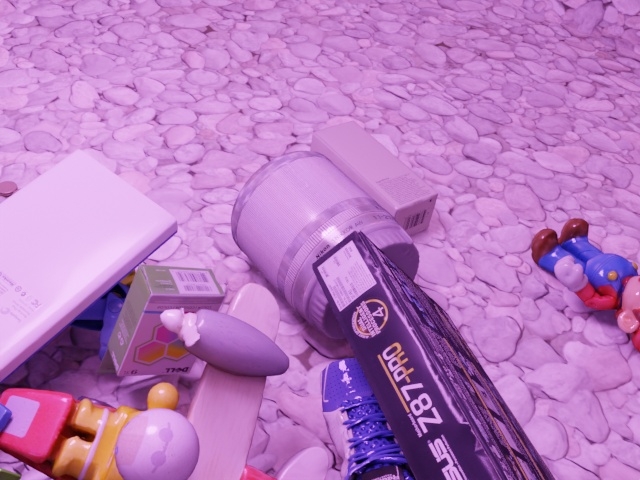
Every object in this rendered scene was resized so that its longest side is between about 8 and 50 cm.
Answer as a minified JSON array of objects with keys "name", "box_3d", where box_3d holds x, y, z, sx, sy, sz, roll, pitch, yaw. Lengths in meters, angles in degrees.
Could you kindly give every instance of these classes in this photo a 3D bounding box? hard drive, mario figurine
[{"name":"hard drive","box_3d":[-0.389,0.020,1.016,0.210,0.040,0.318,34,58,17]},{"name":"mario figurine","box_3d":[0.534,0.055,1.265,0.198,0.170,0.320,-44,49,-3]}]

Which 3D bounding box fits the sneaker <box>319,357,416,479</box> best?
[{"name":"sneaker","box_3d":[0.079,0.277,0.887,0.127,0.182,0.315,-10,58,-2]}]

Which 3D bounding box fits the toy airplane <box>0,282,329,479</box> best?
[{"name":"toy airplane","box_3d":[-0.156,0.272,0.833,0.384,0.272,0.386,-23,68,-17]}]

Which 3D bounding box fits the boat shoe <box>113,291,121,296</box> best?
[{"name":"boat shoe","box_3d":[-0.357,0.062,1.201,0.133,0.042,0.049,12,45,6]}]

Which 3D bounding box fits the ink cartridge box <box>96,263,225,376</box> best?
[{"name":"ink cartridge box","box_3d":[-0.224,0.132,1.002,0.109,0.209,0.062,5,36,-37]}]

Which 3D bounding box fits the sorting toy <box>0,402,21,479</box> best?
[{"name":"sorting toy","box_3d":[-0.465,0.315,0.770,0.347,0.047,0.196,-47,53,-7]}]

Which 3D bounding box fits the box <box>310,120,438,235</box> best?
[{"name":"box","box_3d":[0.098,-0.121,1.441,0.113,0.094,0.275,-20,49,-29]}]

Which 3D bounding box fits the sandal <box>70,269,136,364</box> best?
[{"name":"sandal","box_3d":[-0.346,0.076,1.102,0.317,0.126,0.138,39,70,15]}]

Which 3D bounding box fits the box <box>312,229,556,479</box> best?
[{"name":"box","box_3d":[0.167,0.203,0.954,0.097,0.318,0.395,-39,49,12]}]

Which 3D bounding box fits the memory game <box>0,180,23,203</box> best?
[{"name":"memory game","box_3d":[-0.596,-0.046,1.296,0.186,0.012,0.186,5,43,-5]}]

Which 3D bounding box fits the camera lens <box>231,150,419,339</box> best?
[{"name":"camera lens","box_3d":[0.000,0.000,1.199,0.219,0.219,0.274,-23,51,-30]}]
